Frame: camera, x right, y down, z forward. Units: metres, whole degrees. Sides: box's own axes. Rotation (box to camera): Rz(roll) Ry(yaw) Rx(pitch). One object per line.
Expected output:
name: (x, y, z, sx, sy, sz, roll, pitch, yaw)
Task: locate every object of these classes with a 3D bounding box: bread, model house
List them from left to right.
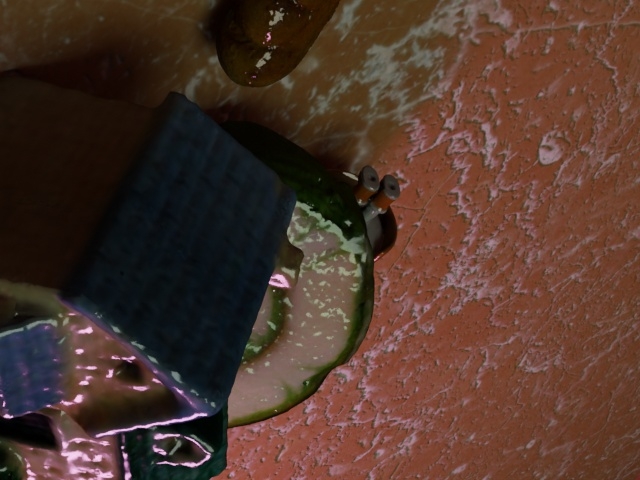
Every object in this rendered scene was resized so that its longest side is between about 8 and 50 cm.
model house: (-0.209, 0.098, 1.272, 0.342, 0.335, 0.382, 12, 135, 5)
bread: (-0.126, 0.049, 1.532, 0.381, 0.129, 0.366, -13, 125, 0)
bread: (-0.001, -0.302, 1.327, 0.344, 0.084, 0.124, -56, 166, 28)

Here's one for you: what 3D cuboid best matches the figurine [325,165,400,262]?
figurine: (0.001, 0.005, 1.678, 0.143, 0.143, 0.271, 4, 132, -47)
